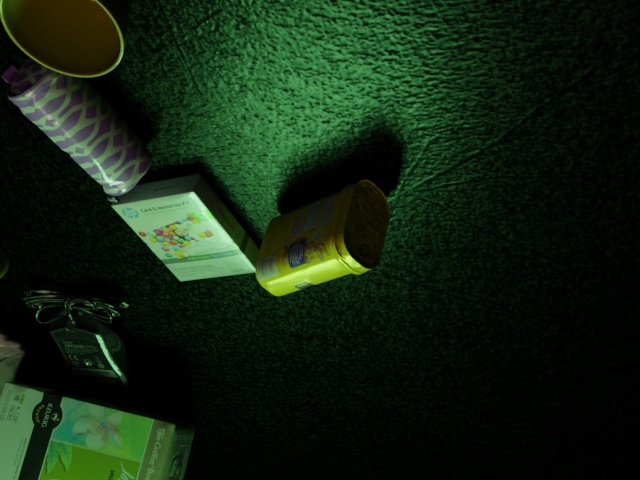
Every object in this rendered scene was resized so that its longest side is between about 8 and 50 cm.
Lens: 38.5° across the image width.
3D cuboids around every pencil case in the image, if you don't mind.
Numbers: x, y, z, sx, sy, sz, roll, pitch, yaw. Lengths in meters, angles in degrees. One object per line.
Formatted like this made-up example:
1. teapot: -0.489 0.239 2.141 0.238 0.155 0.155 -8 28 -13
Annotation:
1. pencil case: -0.303 -0.146 1.162 0.088 0.086 0.206 18 154 47

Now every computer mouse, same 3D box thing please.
1. computer mouse: -0.402 0.178 1.643 0.188 0.072 0.272 4 130 17

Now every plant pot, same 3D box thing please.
1. plant pot: -0.261 -0.257 0.982 0.134 0.095 0.134 10 144 7

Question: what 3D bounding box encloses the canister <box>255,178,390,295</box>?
1. canister: 0.000 0.000 1.213 0.170 0.126 0.073 -20 132 41

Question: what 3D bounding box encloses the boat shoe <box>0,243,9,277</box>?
1. boat shoe: -0.604 -0.004 1.459 0.223 0.080 0.073 33 146 -16

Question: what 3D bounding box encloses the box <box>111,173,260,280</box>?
1. box: -0.190 -0.014 1.331 0.145 0.038 0.186 -7 138 27

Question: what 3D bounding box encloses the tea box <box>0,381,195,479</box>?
1. tea box: -0.432 0.418 1.750 0.323 0.220 0.329 12 168 2

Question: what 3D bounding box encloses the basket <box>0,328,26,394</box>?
1. basket: -0.791 0.267 1.670 0.266 0.328 0.331 -14 136 36
